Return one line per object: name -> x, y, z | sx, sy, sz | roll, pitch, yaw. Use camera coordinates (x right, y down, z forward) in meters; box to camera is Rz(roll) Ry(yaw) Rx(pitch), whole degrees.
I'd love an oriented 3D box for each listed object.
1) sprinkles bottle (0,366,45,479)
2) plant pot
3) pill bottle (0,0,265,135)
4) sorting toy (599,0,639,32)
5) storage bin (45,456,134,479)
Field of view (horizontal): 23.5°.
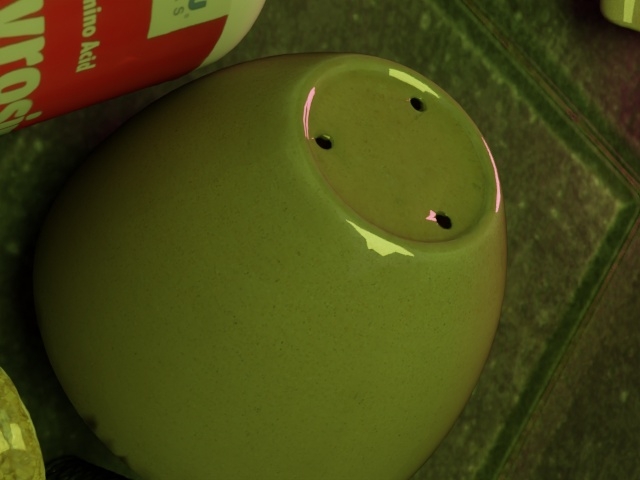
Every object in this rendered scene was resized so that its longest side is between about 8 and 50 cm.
sprinkles bottle -> -0.323, 0.162, 0.796 | 0.355, 0.121, 0.121 | -21, 104, -33
plant pot -> 0.000, 0.000, 0.900 | 0.284, 0.191, 0.284 | 18, 51, -23
pill bottle -> -0.172, -0.175, 0.823 | 0.407, 0.229, 0.229 | -23, 104, -32
sorting toy -> 0.309, -0.237, 1.236 | 0.196, 0.047, 0.348 | 12, 86, -29
storage bin -> -0.171, 0.228, 0.922 | 0.180, 0.084, 0.122 | -35, 114, -30
